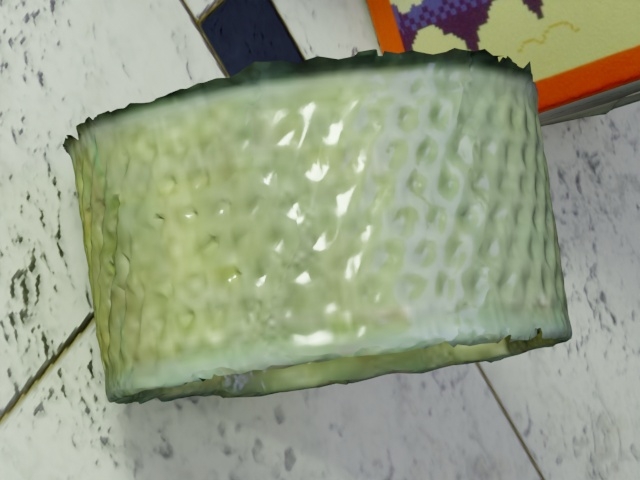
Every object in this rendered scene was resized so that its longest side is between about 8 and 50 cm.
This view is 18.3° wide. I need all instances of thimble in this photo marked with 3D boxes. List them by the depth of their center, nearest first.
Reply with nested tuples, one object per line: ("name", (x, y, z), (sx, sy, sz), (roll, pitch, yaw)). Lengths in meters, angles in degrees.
("thimble", (0.000, 0.000, 1.084), (0.271, 0.270, 0.150), (1, 78, -53))

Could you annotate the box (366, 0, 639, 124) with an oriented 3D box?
("box", (0.246, -0.243, 1.437), (0.318, 0.348, 0.257), (-13, 86, -53))
